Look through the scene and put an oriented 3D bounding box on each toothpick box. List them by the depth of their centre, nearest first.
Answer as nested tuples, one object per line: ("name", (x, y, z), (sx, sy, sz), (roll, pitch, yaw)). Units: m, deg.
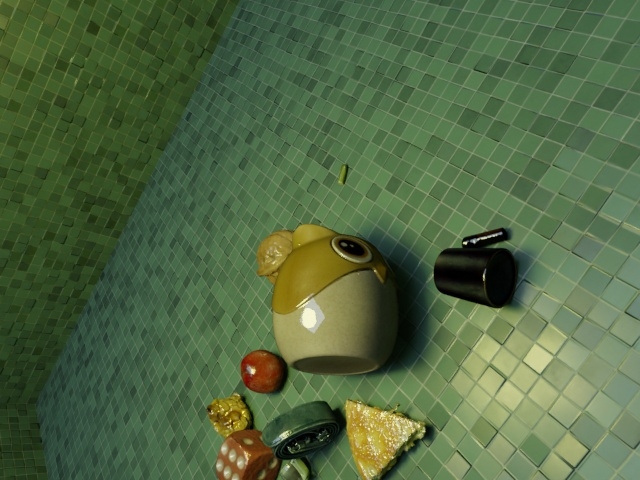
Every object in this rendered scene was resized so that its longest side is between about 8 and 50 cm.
("toothpick box", (0.052, 0.187, 1.550), (0.409, 0.409, 0.425), (-23, 55, 37))

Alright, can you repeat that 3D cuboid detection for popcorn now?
("popcorn", (-0.362, 0.712, 1.963), (0.194, 0.163, 0.140), (28, 118, 15))

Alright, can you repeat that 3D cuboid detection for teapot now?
("teapot", (-0.083, 0.800, 1.676), (0.091, 0.124, 0.092), (38, 74, 21))

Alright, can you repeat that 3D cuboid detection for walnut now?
("walnut", (-0.144, 0.075, 1.915), (0.257, 0.257, 0.224), (-33, 92, 32))

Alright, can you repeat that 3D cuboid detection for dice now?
("dice", (-0.266, 0.812, 1.800), (0.175, 0.179, 0.173), (19, 89, 49))

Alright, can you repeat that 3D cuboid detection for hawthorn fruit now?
("hawthorn fruit", (-0.228, 0.505, 1.879), (0.173, 0.173, 0.172), (-17, 64, 40))

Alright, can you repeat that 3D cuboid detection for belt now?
("belt", (-0.065, 0.633, 1.606), (0.116, 0.268, 0.206), (56, 139, 41))

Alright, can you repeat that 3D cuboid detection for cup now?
("cup", (0.461, 0.082, 1.407), (0.177, 0.239, 0.166), (5, 121, 51))

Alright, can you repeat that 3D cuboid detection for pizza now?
("pizza", (0.208, 0.605, 1.489), (0.288, 0.075, 0.279), (-25, 63, 34))

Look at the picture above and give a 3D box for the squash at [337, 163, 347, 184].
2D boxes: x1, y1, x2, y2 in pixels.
("squash", (0.089, -0.267, 1.949), (0.027, 0.027, 0.083), (6, 79, 45))
